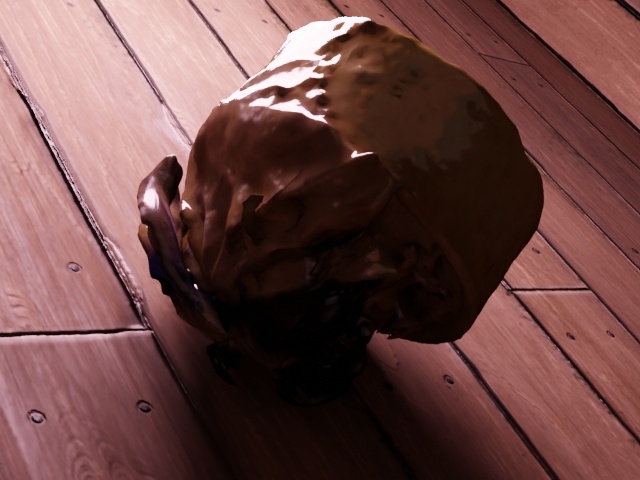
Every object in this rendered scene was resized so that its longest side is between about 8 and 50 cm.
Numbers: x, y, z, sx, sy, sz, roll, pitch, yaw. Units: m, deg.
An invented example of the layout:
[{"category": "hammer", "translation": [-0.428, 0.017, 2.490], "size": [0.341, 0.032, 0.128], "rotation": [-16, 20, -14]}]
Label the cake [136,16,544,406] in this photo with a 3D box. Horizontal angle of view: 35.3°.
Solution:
[{"category": "cake", "translation": [-0.002, 0.003, 0.932], "size": [0.332, 0.332, 0.321], "rotation": [38, 67, 10]}]
